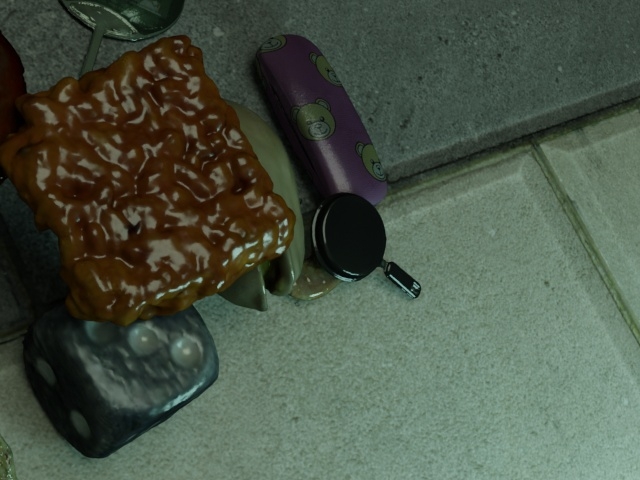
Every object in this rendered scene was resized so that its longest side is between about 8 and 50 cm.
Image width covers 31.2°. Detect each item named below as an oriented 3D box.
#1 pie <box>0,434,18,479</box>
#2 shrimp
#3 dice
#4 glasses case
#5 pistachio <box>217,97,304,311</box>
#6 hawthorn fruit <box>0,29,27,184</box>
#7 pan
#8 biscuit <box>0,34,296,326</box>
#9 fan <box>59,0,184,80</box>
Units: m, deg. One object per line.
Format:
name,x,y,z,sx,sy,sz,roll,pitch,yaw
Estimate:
pie,-0.476,0.288,1.272,0.274,0.055,0.274,3,82,-19
shrimp,0.000,0.000,1.737,0.219,0.046,0.152,-27,86,-36
dice,-0.249,0.152,1.427,0.182,0.181,0.183,-29,81,-34
glasses case,0.001,-0.186,1.803,0.123,0.076,0.316,-17,75,-40
pistachio,-0.124,-0.054,1.581,0.207,0.226,0.332,-16,73,-19
hawthorn fruit,-0.487,-0.159,1.373,0.316,0.316,0.316,13,61,-25
pan,0.080,0.019,1.735,0.235,0.028,0.136,37,64,-29
biscuit,-0.206,-0.069,1.370,0.318,0.110,0.312,-29,88,-30
fan,-0.341,-0.378,1.734,0.223,0.012,0.294,46,52,-4
